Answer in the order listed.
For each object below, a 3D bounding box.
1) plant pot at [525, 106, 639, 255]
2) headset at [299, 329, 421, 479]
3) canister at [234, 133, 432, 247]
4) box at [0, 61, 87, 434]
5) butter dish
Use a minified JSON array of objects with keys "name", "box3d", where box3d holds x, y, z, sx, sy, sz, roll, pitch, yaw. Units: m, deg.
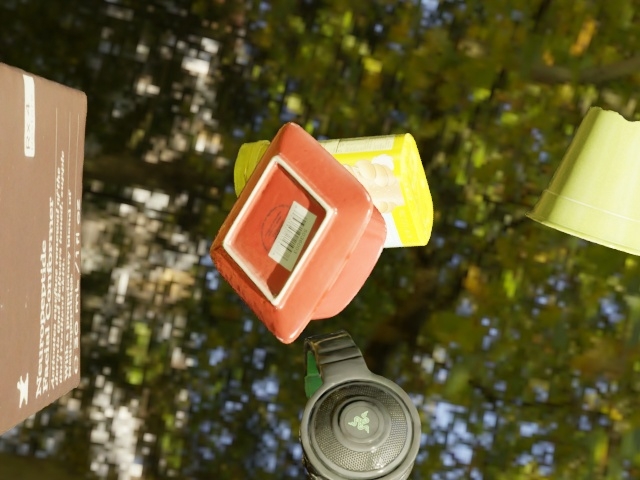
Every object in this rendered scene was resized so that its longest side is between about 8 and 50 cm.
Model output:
[{"name":"plant pot","box3d":[0.180,-0.040,0.944,0.083,0.083,0.079,36,-70,66]},{"name":"headset","box3d":[0.022,0.271,1.647,0.394,0.185,0.243,-115,-165,-55]},{"name":"canister","box3d":[0.015,-0.044,1.477,0.073,0.170,0.126,-75,154,-43]},{"name":"box","box3d":[-0.216,0.001,0.744,0.381,0.143,0.191,-35,128,-86]},{"name":"butter dish","box3d":[0.000,0.000,1.378,0.160,0.118,0.160,46,-69,43]}]
